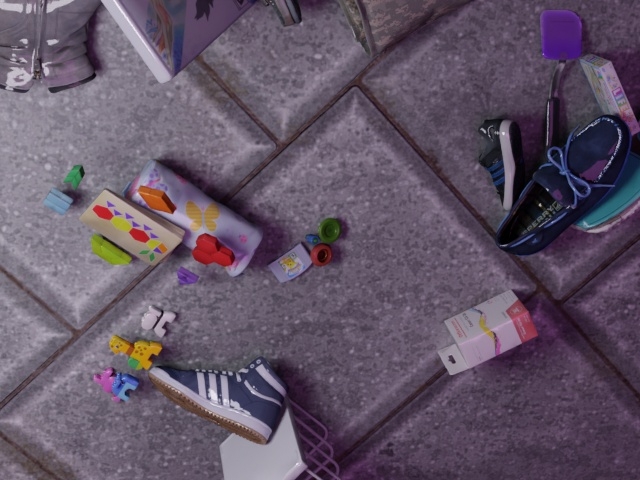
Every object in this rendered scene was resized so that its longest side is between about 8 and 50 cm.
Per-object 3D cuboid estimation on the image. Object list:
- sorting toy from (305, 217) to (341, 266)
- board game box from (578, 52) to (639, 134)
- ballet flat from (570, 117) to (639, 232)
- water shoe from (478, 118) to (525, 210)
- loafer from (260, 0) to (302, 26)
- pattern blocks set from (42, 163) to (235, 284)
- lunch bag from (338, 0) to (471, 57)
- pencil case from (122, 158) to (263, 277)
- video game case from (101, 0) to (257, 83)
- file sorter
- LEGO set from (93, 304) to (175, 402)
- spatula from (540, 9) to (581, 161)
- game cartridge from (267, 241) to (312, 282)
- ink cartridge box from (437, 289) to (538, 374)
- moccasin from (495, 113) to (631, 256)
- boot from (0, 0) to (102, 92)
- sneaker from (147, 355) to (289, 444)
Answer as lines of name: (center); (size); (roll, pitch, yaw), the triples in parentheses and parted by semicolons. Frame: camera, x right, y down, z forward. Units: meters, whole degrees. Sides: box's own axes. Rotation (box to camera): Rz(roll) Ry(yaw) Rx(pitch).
sorting toy: (0.000, 0.000, 1.946); (0.061, 0.042, 0.102); (14, 96, -29)
board game box: (0.559, -0.282, 1.883); (0.026, 0.103, 0.154); (-30, 112, 3)
ballet flat: (0.658, -0.163, 1.934); (0.147, 0.147, 0.409); (34, 103, -18)
water shoe: (0.357, -0.154, 1.930); (0.080, 0.073, 0.203); (14, 130, 30)
loafer: (-0.118, -0.497, 1.723); (0.084, 0.096, 0.267); (-22, 103, 10)
pattern blocks set: (-0.344, -0.024, 1.803); (0.325, 0.026, 0.285); (39, 141, -24)
lunch bag: (0.139, -0.480, 1.711); (0.235, 0.169, 0.287); (-30, 144, -1)
pencil case: (-0.241, -0.041, 1.854); (0.273, 0.124, 0.113); (34, 74, -19)
video game case: (-0.270, -0.472, 1.622); (0.036, 0.300, 0.329); (-14, 119, 42)
file sorter: (-0.069, 0.476, 1.983); (0.193, 0.277, 0.173); (-44, 114, 9)
LEGO set: (-0.388, 0.228, 1.945); (0.093, 0.087, 0.227); (31, 102, -17)
spatula: (0.461, -0.298, 1.902); (0.084, 0.030, 0.296); (-3, 110, -9)
game cartridge: (-0.058, 0.047, 1.963); (0.083, 0.017, 0.056); (-35, 114, 5)
ink cartridge box: (0.333, 0.190, 2.016); (0.198, 0.115, 0.067); (-27, 112, 1)
moccasin: (0.469, -0.093, 1.882); (0.117, 0.137, 0.342); (1, 128, -49)
boot: (-0.425, -0.386, 1.718); (0.338, 0.118, 0.222); (-8, 118, 2)
sneaker: (-0.201, 0.289, 1.990); (0.282, 0.099, 0.153); (25, 66, 12)
